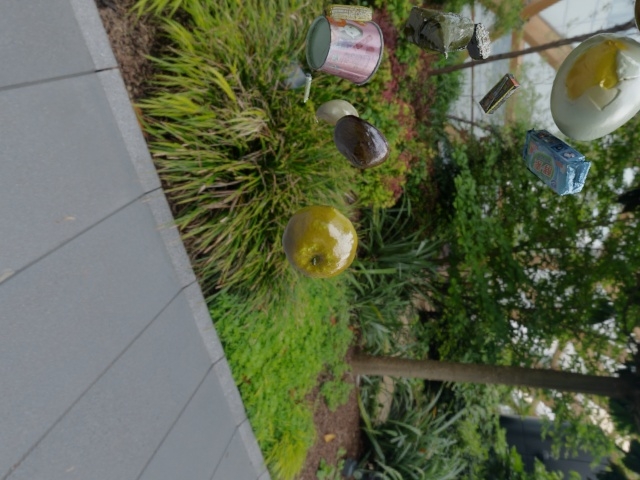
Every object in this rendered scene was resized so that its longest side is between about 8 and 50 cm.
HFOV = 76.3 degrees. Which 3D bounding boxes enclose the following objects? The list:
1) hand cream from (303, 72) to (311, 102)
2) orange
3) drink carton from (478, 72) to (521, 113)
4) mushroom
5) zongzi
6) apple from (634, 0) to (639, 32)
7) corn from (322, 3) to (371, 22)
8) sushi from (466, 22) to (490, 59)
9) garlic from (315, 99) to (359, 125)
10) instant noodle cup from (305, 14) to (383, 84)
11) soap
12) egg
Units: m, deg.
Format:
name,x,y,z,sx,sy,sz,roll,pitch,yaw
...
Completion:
name,x,y,z,sx,sy,sz,roll,pitch,yaw
hand cream,-0.048,-0.556,1.482,0.102,0.022,0.035,101,13,-47
orange,0.000,0.000,1.479,0.235,0.279,0.279,-75,156,-50
drink carton,0.758,-0.621,1.730,0.166,0.056,0.071,-52,-124,53
mushroom,0.138,-0.352,1.488,0.138,0.231,0.194,-57,159,2
zongzi,0.437,-0.657,1.333,0.289,0.260,0.123,-116,-149,-42
apple,1.076,-0.699,1.148,0.235,0.305,0.306,-1,89,-66
corn,0.118,-0.976,1.761,0.080,0.231,0.080,169,-90,-72
sushi,0.661,-0.833,1.713,0.090,0.078,0.150,-53,130,-19
garlic,0.078,-0.608,2.003,0.145,0.244,0.164,-55,160,-24
instant noodle cup,0.083,-0.753,1.603,0.231,0.243,0.243,-4,93,-31
soap,0.844,-0.290,1.487,0.293,0.077,0.156,-106,180,-51
egg,0.921,-0.498,1.354,0.345,0.283,0.283,95,8,-48
